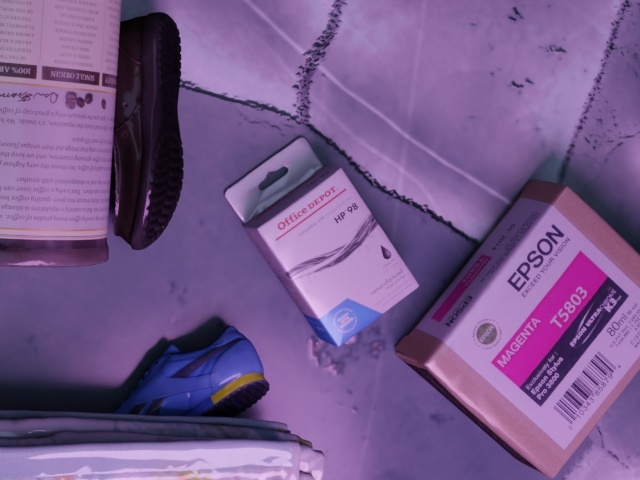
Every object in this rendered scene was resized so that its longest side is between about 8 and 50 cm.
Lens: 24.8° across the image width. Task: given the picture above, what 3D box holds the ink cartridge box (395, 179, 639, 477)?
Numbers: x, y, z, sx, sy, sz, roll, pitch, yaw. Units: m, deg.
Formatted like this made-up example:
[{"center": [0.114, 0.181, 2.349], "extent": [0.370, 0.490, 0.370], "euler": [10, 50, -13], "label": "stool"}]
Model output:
[{"center": [0.225, 0.088, 1.473], "extent": [0.193, 0.088, 0.234], "euler": [41, 84, -17], "label": "ink cartridge box"}]

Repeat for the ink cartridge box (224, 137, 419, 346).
[{"center": [0.000, 0.000, 1.412], "extent": [0.104, 0.060, 0.180], "euler": [-37, 104, -10], "label": "ink cartridge box"}]

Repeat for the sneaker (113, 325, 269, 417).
[{"center": [-0.152, 0.156, 1.388], "extent": [0.209, 0.069, 0.082], "euler": [-31, 67, -2], "label": "sneaker"}]

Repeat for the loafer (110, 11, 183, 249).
[{"center": [-0.175, -0.102, 1.353], "extent": [0.078, 0.080, 0.220], "euler": [5, 95, 16], "label": "loafer"}]

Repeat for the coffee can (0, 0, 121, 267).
[{"center": [-0.274, -0.123, 1.246], "extent": [0.202, 0.201, 0.275], "euler": [3, 94, -17], "label": "coffee can"}]

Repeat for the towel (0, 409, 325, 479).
[{"center": [-0.198, 0.313, 1.331], "extent": [0.375, 0.090, 0.320], "euler": [4, 108, -16], "label": "towel"}]
